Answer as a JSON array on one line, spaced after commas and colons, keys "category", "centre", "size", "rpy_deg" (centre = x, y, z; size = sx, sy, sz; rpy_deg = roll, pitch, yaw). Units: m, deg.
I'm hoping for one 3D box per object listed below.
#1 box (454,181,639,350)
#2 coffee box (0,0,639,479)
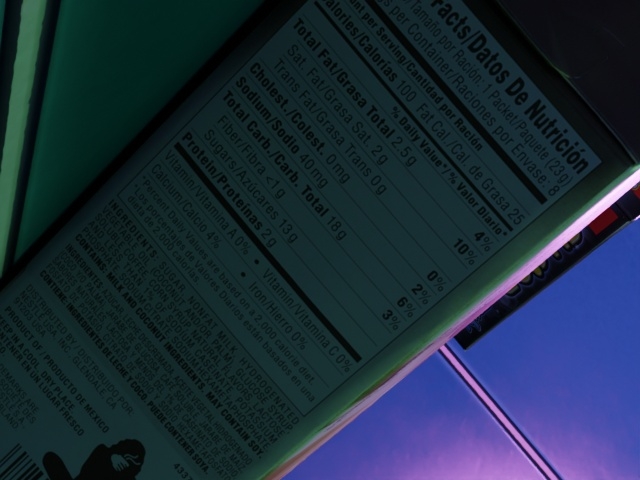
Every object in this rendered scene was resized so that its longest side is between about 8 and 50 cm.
[{"category": "box", "centre": [0.079, -0.028, 0.872], "size": [0.036, 0.114, 0.207], "rpy_deg": [-38, 175, -24]}, {"category": "coffee box", "centre": [0.000, 0.000, 0.575], "size": [0.246, 0.098, 0.141], "rpy_deg": [-43, 175, 29]}]
